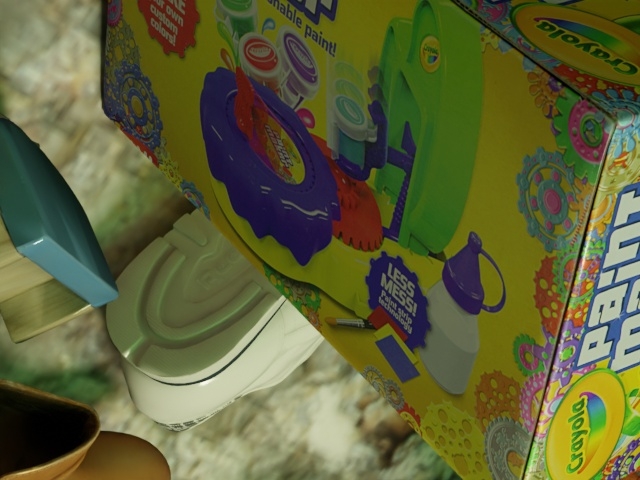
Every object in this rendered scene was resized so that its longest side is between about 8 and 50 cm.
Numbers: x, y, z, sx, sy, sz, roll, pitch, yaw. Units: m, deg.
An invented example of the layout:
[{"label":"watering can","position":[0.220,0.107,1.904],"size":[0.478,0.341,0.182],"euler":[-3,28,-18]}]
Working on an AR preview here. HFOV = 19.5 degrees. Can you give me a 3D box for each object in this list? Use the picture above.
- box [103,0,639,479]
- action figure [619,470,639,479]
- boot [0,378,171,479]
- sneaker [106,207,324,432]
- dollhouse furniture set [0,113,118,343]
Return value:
[{"label":"box","position":[0.105,-0.082,0.751],"size":[0.279,0.290,0.177],"euler":[-17,134,-31]},{"label":"action figure","position":[0.193,0.241,1.077],"size":[0.341,0.178,0.330],"euler":[72,24,-55]},{"label":"boot","position":[-0.123,0.100,0.796],"size":[0.197,0.073,0.152],"euler":[-10,159,-36]},{"label":"sneaker","position":[0.000,0.000,0.896],"size":[0.235,0.090,0.095],"euler":[-35,150,-15]},{"label":"dollhouse furniture set","position":[-0.258,-0.025,0.649],"size":[0.286,0.198,0.303],"euler":[-25,168,1]}]
